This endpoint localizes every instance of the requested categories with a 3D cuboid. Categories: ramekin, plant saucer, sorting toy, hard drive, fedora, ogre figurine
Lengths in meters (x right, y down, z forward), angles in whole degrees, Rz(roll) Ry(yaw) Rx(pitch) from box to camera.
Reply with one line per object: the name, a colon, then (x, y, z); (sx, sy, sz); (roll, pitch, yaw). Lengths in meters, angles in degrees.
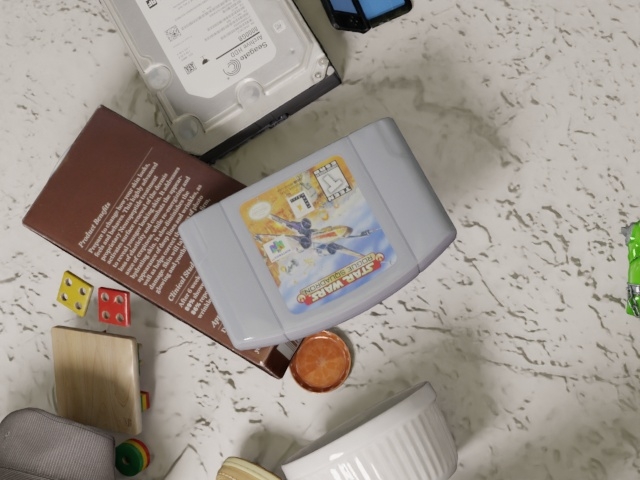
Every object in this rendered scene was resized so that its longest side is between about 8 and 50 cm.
ramekin: (0.067, 0.265, 1.381); (0.207, 0.207, 0.109); (-31, 85, 6)
plant saucer: (0.000, 0.159, 1.505); (0.084, 0.013, 0.083); (-2, 82, 12)
sorting toy: (-0.288, 0.171, 1.527); (0.132, 0.046, 0.274); (5, 106, 26)
hard drive: (-0.153, -0.299, 1.587); (0.237, 0.064, 0.339); (-31, 77, 7)
fedora: (-0.334, 0.287, 1.444); (0.244, 0.275, 0.124); (25, 69, -25)
ogre figurine: (0.449, 0.009, 1.393); (0.197, 0.097, 0.118); (-25, 93, 29)

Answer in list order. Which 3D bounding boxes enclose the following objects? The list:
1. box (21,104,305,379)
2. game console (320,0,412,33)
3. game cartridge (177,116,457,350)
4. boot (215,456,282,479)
box: (-0.171, 0.004, 1.496); (0.381, 0.143, 0.191); (30, 81, 14)
game console: (0.049, -0.349, 1.548); (0.071, 0.107, 0.122); (-33, 73, 35)
game cartridge: (0.000, 0.000, 1.372); (0.297, 0.062, 0.198); (-28, 67, -1)
boot: (-0.075, 0.413, 1.410); (0.262, 0.095, 0.203); (41, 68, 10)
